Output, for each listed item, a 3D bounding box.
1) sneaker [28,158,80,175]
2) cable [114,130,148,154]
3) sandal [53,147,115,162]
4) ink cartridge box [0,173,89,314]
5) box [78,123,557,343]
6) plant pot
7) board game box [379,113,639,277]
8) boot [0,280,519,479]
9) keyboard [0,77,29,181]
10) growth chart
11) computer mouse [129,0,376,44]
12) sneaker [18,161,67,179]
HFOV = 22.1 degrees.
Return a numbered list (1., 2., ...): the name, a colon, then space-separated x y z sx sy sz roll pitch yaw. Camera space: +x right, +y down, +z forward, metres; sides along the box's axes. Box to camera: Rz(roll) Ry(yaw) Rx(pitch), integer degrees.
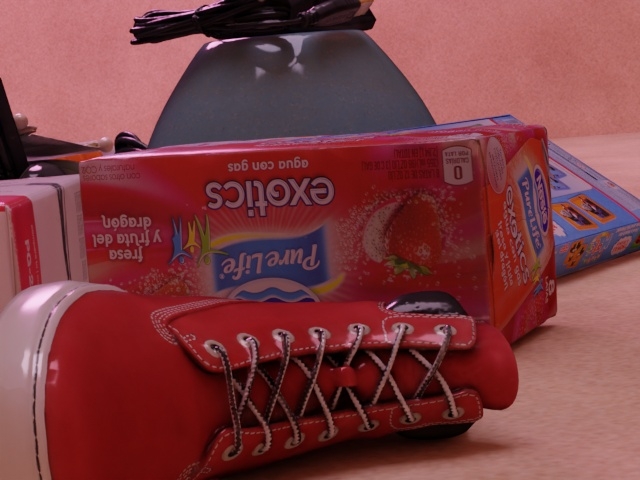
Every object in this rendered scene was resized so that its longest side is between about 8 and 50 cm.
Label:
1. sneaker: -0.308 -0.022 1.596 0.256 0.094 0.151 -17 7 -29
2. cable: -0.130 -0.048 1.569 0.150 0.047 0.184 28 3 -30
3. sandal: -0.330 -0.060 1.970 0.265 0.102 0.076 -7 8 -4
4. ink cartridge box: -0.264 0.016 1.145 0.172 0.100 0.237 -4 7 5
5. box: 0.000 0.000 0.968 0.256 0.123 0.128 -2 7 25
6. plant pot: -0.023 -0.072 1.362 0.290 0.195 0.290 -5 5 0
7. board game box: 0.150 -0.036 1.249 0.160 0.039 0.211 37 25 24
8. boot: -0.016 0.055 0.639 0.176 0.088 0.244 -2 3 13
9. keyboard: -0.321 -0.102 1.457 0.108 0.023 0.180 15 -30 10
10. growth chart: -0.314 -0.094 1.614 0.172 0.021 0.237 -5 -4 17
11. computer mouse: -0.018 -0.204 1.374 0.184 0.060 0.262 -1 7 40
12. sneaker: -0.212 -0.013 1.573 0.106 0.101 0.267 23 7 11
